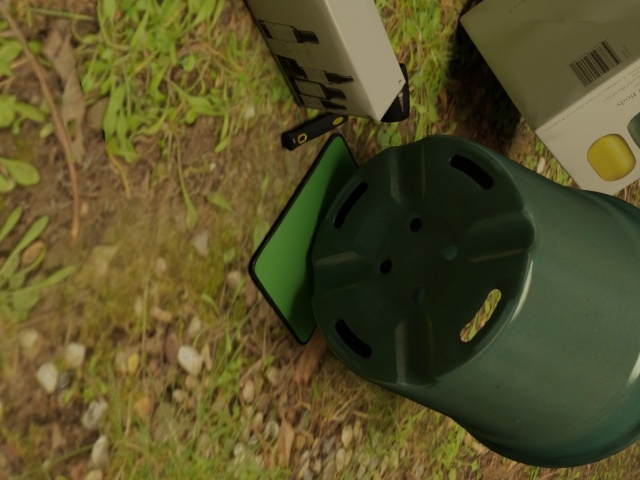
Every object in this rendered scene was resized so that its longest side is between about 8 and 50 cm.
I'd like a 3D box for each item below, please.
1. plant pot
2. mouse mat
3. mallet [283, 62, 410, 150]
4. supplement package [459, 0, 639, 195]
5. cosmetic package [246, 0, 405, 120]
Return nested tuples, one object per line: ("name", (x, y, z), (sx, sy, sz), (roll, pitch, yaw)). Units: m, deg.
("plant pot", (0.184, 0.060, 1.043), (0.334, 0.341, 0.341), (23, 83, -49))
("mouse mat", (0.000, 0.000, 1.022), (0.190, 0.007, 0.153), (-58, 142, -24))
("mallet", (0.031, -0.124, 1.001), (0.189, 0.039, 0.062), (-39, 128, -37))
("supplement package", (0.343, -0.211, 1.206), (0.199, 0.198, 0.262), (-35, 148, 16))
("cosmetic package", (-0.011, -0.211, 0.849), (0.060, 0.098, 0.239), (-58, 142, -25))
